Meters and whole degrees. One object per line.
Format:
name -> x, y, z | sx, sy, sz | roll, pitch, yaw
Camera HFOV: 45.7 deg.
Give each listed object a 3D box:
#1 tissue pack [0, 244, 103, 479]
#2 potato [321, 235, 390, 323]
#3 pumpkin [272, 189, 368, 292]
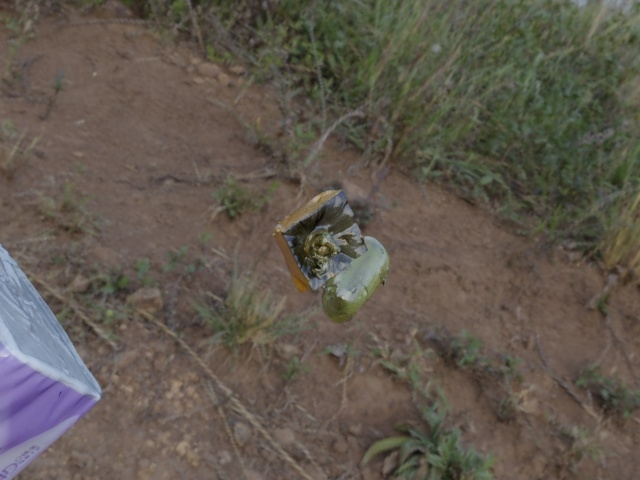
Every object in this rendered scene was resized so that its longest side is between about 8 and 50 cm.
tissue pack -> -0.376, 0.133, 0.590 | 0.242, 0.338, 0.160 | 44, -8, 27
potato -> 0.058, 0.062, 1.276 | 0.085, 0.188, 0.105 | 10, -47, 27
pumpkin -> 0.000, 0.000, 0.737 | 0.054, 0.083, 0.074 | 20, -39, 56
